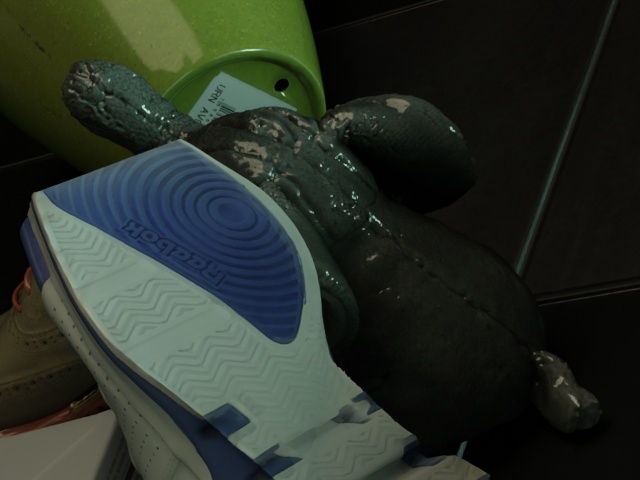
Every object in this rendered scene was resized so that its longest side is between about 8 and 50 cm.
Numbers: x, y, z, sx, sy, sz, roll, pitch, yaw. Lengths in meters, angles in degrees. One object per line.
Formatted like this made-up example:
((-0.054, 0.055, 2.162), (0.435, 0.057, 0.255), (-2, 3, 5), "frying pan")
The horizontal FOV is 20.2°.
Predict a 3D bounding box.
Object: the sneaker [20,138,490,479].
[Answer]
((-0.038, 0.122, 0.795), (0.127, 0.315, 0.182), (-20, -29, -41), "sneaker")

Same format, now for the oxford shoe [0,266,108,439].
((-0.145, 0.025, 1.131), (0.348, 0.130, 0.123), (-28, 31, 12), "oxford shoe")

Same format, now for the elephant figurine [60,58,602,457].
((0.000, 0.000, 0.913), (0.186, 0.239, 0.169), (-26, 31, 14), "elephant figurine")

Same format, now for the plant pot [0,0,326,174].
((-0.122, -0.146, 1.264), (0.274, 0.275, 0.293), (-36, 46, -1), "plant pot")

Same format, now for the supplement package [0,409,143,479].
((-0.173, 0.238, 0.839), (0.204, 0.145, 0.262), (-16, 34, 28), "supplement package")
